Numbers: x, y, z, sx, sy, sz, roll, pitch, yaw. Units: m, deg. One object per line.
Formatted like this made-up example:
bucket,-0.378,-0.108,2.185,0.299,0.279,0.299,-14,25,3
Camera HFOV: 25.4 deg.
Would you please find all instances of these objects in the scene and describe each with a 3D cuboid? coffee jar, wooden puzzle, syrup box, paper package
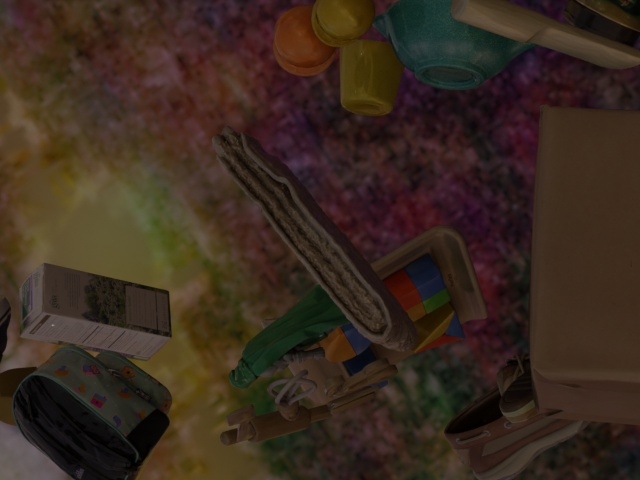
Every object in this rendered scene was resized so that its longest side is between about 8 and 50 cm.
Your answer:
coffee jar,0.327,-0.289,1.488,0.079,0.184,0.096,22,-163,-12
wooden puzzle,0.107,0.145,2.338,0.080,0.348,0.322,63,180,32
syrup box,-0.370,0.120,2.328,0.096,0.237,0.093,-42,45,43
paper package,0.385,0.029,1.548,0.168,0.309,0.325,69,-154,-64

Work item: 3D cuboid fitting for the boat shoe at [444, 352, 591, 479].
boat shoe,0.295,0.213,1.941,0.116,0.324,0.123,38,-153,-10

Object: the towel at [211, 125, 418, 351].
towel,0.000,0.000,1.495,0.282,0.049,0.187,50,-175,14

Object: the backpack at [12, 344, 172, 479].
backpack,-0.294,0.223,1.818,0.188,0.144,0.166,32,136,3

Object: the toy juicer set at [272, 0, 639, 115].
toy juicer set,0.100,-0.200,1.282,0.329,0.089,0.209,-5,161,43

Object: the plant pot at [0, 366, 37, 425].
plant pot,-0.544,0.277,2.507,0.083,0.081,0.081,7,-141,-38

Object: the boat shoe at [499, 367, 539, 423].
boat shoe,0.290,0.178,1.686,0.068,0.190,0.072,-1,113,53

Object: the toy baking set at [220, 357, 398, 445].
toy baking set,-0.025,0.181,1.608,0.197,0.256,0.030,-46,62,49

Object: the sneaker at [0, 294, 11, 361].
sneaker,-0.588,0.219,2.278,0.126,0.321,0.127,-12,116,33

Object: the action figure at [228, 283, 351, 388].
action figure,-0.022,0.118,1.832,0.063,0.232,0.137,55,-178,-25
